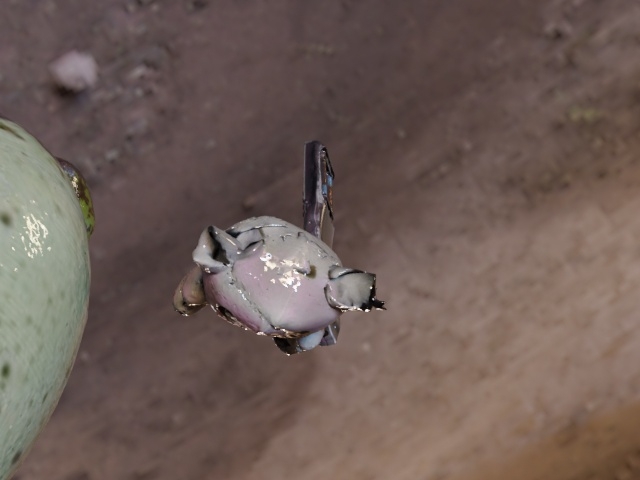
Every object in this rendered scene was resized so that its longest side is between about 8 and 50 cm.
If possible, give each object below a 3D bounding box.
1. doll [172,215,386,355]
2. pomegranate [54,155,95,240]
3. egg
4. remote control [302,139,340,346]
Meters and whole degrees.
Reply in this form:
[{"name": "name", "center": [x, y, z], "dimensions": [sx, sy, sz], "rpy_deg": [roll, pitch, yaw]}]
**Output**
[{"name": "doll", "center": [-0.038, 0.034, 1.483], "dimensions": [0.192, 0.149, 0.095], "rpy_deg": [157, -45, -76]}, {"name": "pomegranate", "center": [-0.327, -0.030, 2.049], "dimensions": [0.163, 0.138, 0.125], "rpy_deg": [-2, -175, -44]}, {"name": "egg", "center": [-0.310, 0.063, 1.194], "dimensions": [0.379, 0.287, 0.288], "rpy_deg": [-57, 174, -28]}, {"name": "remote control", "center": [0.000, 0.000, 1.709], "dimensions": [0.028, 0.212, 0.059], "rpy_deg": [-7, 141, 5]}]
